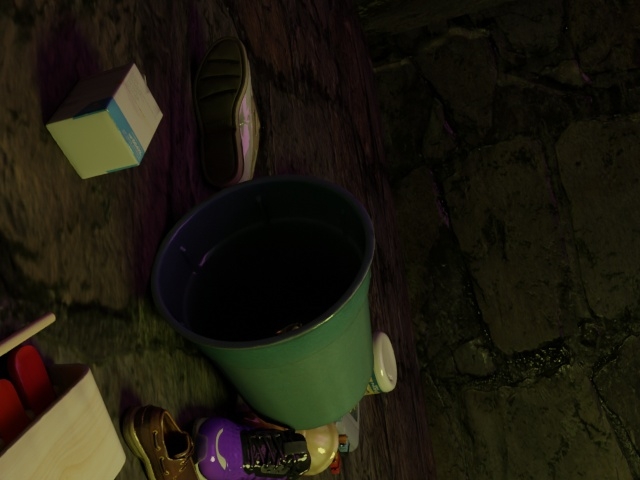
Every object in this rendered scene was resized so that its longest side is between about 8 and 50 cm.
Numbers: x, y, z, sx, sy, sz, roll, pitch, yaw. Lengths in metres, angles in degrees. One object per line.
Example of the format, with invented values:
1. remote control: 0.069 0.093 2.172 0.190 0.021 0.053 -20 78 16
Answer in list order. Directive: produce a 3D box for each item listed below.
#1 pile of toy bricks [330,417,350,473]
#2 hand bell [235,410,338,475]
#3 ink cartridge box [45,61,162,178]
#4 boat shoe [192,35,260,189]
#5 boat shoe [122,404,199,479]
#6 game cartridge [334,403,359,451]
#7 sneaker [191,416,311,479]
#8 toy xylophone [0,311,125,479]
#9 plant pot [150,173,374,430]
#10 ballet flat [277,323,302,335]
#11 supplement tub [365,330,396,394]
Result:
1. pile of toy bricks: -0.001 0.391 1.425 0.212 0.118 0.105 -75 156 -59
2. hand bell: -0.079 0.363 1.265 0.242 0.126 0.126 38 42 -49
3. ink cartridge box: -0.284 -0.167 0.903 0.143 0.092 0.089 -82 155 -49
4. boat shoe: -0.180 -0.243 1.310 0.103 0.113 0.302 28 62 -71
5. boat shoe: -0.204 0.293 0.910 0.064 0.060 0.177 -79 153 -54
6. game cartridge: 0.052 0.389 1.751 0.196 0.060 0.294 65 20 -51
7. sneaker: -0.097 0.342 1.088 0.293 0.146 0.102 50 33 -61
8. toy xylophone: -0.293 0.205 0.621 0.323 0.081 0.236 -38 116 -72
9. plant pot: -0.059 0.126 1.110 0.334 0.342 0.341 75 14 -46
10. ballet flat: -0.034 0.173 1.460 0.123 0.123 0.348 54 25 -55
11. supplement tub: 0.068 0.300 1.586 0.144 0.200 0.144 -13 90 -73
